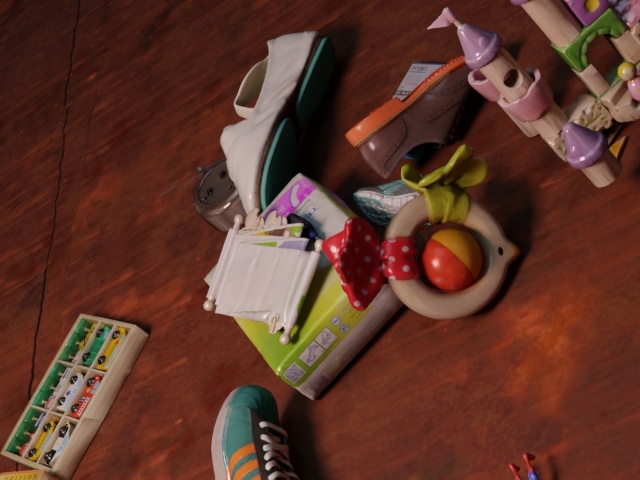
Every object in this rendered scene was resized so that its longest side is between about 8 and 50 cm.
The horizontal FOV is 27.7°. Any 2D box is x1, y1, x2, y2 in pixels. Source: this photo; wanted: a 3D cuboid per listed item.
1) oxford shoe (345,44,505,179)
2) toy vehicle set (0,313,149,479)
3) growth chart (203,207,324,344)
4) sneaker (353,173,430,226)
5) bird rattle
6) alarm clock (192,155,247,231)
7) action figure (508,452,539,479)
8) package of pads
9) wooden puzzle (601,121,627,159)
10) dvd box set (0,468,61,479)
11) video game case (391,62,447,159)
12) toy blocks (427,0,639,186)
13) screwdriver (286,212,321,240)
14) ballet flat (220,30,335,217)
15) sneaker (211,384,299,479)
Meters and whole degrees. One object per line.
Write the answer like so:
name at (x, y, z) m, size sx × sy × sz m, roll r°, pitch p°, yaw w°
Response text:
oxford shoe at (0.169, -0.188, 1.876) m, size 0.271 × 0.098 × 0.097 m, roll -34°, pitch -1°, yaw -9°
toy vehicle set at (-0.395, 0.247, 2.083) m, size 0.166 × 0.035 × 0.267 m, roll 5°, pitch 61°, yaw 47°
growth chart at (-0.080, 0.041, 1.784) m, size 0.237 × 0.021 × 0.172 m, roll 14°, pitch 77°, yaw 54°
sneaker at (0.121, -0.062, 1.840) m, size 0.166 × 0.065 × 0.076 m, roll 6°, pitch 45°, yaw 44°
bird rattle at (0.138, 0.007, 1.630) m, size 0.253 × 0.207 × 0.143 m, roll -48°, pitch 1°, yaw -24°
alarm clock at (-0.137, -0.076, 2.100) m, size 0.129 × 0.064 × 0.192 m, roll -53°, pitch 40°, yaw -7°
action figure at (0.240, 0.288, 1.415) m, size 0.038 × 0.030 × 0.115 m, roll -38°, pitch 42°, yaw 22°
package of pads at (-0.014, 0.055, 1.823) m, size 0.229 × 0.101 × 0.296 m, roll -47°, pitch 37°, yaw 3°
wooden puzzle at (0.352, -0.132, 1.696) m, size 0.116 × 0.014 × 0.078 m, roll 16°, pitch 69°, yaw 51°
dvd box set at (-0.562, 0.555, 1.951) m, size 0.307 × 0.062 × 0.420 m, roll -13°, pitch 49°, yaw 38°
video game case at (0.145, -0.197, 1.962) m, size 0.119 × 0.015 × 0.166 m, roll 12°, pitch 66°, yaw 49°
toy blocks at (0.322, -0.265, 1.599) m, size 0.288 × 0.260 × 0.309 m, roll -42°, pitch 25°, yaw 7°
screwdriver at (0.000, 0.000, 1.750) m, size 0.024 × 0.025 × 0.170 m, roll -51°, pitch 36°, yaw -2°
ballet flat at (-0.085, -0.182, 2.062) m, size 0.139 × 0.139 × 0.400 m, roll -15°, pitch 42°, yaw 36°
sneaker at (-0.065, 0.316, 1.640) m, size 0.121 × 0.108 × 0.302 m, roll -20°, pitch 53°, yaw 31°
